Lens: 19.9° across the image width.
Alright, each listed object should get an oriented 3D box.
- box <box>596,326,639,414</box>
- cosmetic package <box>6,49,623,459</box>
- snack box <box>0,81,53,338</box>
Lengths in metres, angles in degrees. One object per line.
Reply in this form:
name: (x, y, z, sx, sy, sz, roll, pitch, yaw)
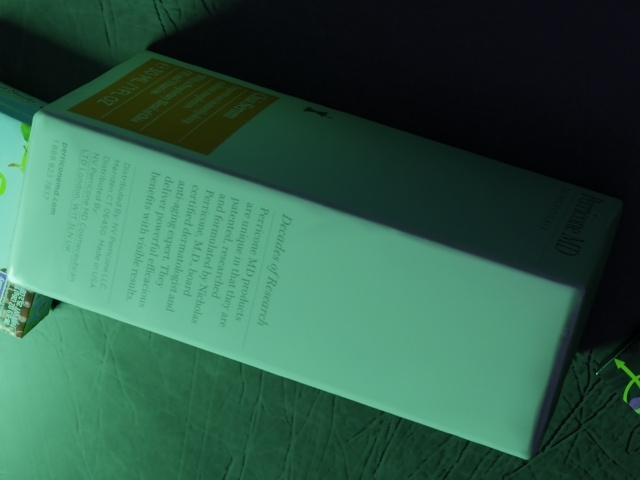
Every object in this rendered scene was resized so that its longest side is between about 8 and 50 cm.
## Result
box: (0.334, 0.129, 1.561, 0.162, 0.029, 0.116, 42, 116, -2)
cosmetic package: (0.000, 0.000, 1.511, 0.453, 0.230, 0.161, 18, 113, 10)
snack box: (-0.312, -0.039, 1.683, 0.174, 0.070, 0.207, 25, 113, 7)
